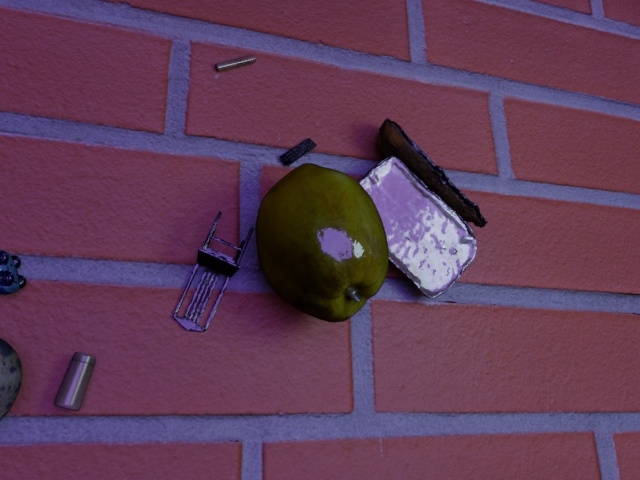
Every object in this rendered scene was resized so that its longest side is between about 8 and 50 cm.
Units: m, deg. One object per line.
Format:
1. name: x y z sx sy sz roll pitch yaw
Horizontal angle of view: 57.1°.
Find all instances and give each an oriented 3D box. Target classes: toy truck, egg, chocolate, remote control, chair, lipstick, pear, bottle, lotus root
1. toy truck: -0.577 0.035 1.037 0.074 0.063 0.136 -19 76 -4
2. egg: -0.557 0.237 0.932 0.141 0.141 0.181 26 84 -9
3. chocolate: 0.193 -0.025 1.295 0.303 0.100 0.185 45 76 3
4. remote control: -0.050 -0.196 1.313 0.091 0.016 0.034 -38 72 -25
5. chair: -0.208 0.065 1.127 0.084 0.101 0.212 25 65 -9
6. lipstick: -0.192 -0.401 1.329 0.094 0.019 0.018 -23 81 -24
7. pear: 0.000 0.000 1.132 0.269 0.269 0.321 -11 51 -22
8. bottle: -0.426 0.245 1.026 0.045 0.045 0.096 19 65 -12
9. lotus root: 0.242 -0.139 1.342 0.329 0.167 0.078 45 100 0
